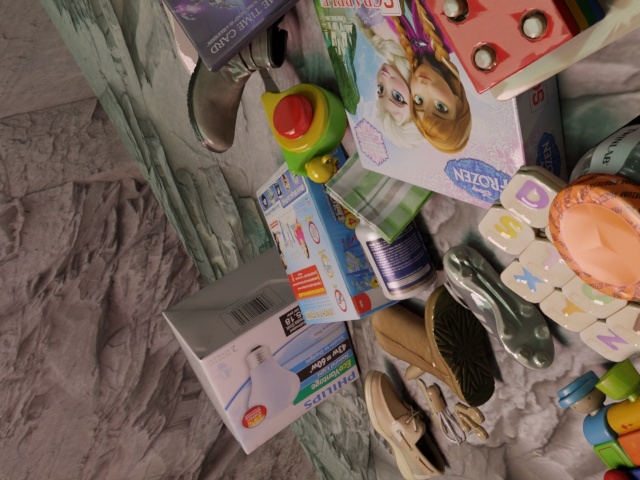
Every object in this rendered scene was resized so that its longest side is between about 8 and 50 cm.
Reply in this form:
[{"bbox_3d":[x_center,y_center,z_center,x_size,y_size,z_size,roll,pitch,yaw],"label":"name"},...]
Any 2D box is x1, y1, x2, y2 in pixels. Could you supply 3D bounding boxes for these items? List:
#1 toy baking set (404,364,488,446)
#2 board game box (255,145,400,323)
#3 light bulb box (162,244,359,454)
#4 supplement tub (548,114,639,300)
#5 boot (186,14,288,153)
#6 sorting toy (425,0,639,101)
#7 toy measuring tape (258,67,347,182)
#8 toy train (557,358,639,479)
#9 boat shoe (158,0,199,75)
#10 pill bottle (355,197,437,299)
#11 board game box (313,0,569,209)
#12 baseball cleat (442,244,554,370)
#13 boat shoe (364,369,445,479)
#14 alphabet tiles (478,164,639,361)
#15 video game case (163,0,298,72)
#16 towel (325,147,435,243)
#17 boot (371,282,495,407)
[{"bbox_3d":[0.239,0.326,1.287,0.196,0.030,0.256,54,159,10],"label":"toy baking set"},{"bbox_3d":[0.000,0.000,1.216,0.301,0.086,0.308,69,160,1],"label":"board game box"},{"bbox_3d":[-0.133,0.260,1.580,0.225,0.358,0.361,38,153,47],"label":"light bulb box"},{"bbox_3d":[0.265,-0.044,0.466,0.117,0.190,0.117,47,157,28],"label":"supplement tub"},{"bbox_3d":[-0.127,-0.268,1.015,0.161,0.083,0.246,-1,87,38],"label":"boot"},{"bbox_3d":[0.154,-0.256,0.454,0.257,0.089,0.255,-26,96,51],"label":"sorting toy"},{"bbox_3d":[-0.036,-0.244,1.040,0.121,0.121,0.330,109,144,-65],"label":"toy measuring tape"},{"bbox_3d":[0.363,0.188,0.695,0.143,0.105,0.248,52,159,17],"label":"toy train"},{"bbox_3d":[-0.220,-0.439,1.137,0.158,0.127,0.340,-96,-12,-54],"label":"boat shoe"},{"bbox_3d":[0.113,0.001,1.021,0.094,0.094,0.169,9,128,64],"label":"pill bottle"},{"bbox_3d":[0.123,-0.203,0.744,0.319,0.066,0.318,28,144,53],"label":"board game box"},{"bbox_3d":[0.249,0.095,0.908,0.206,0.072,0.109,57,174,17],"label":"baseball cleat"},{"bbox_3d":[0.192,0.415,1.448,0.098,0.109,0.302,-17,108,28],"label":"boat shoe"},{"bbox_3d":[0.297,0.039,0.651,0.284,0.021,0.278,38,156,10],"label":"alphabet tiles"},{"bbox_3d":[-0.163,-0.420,0.950,0.274,0.196,0.026,56,-162,4],"label":"video game case"},{"bbox_3d":[0.086,-0.079,0.951,0.152,0.113,0.023,43,-174,35],"label":"towel"},{"bbox_3d":[0.169,0.149,1.118,0.269,0.089,0.236,27,137,61],"label":"boot"}]
